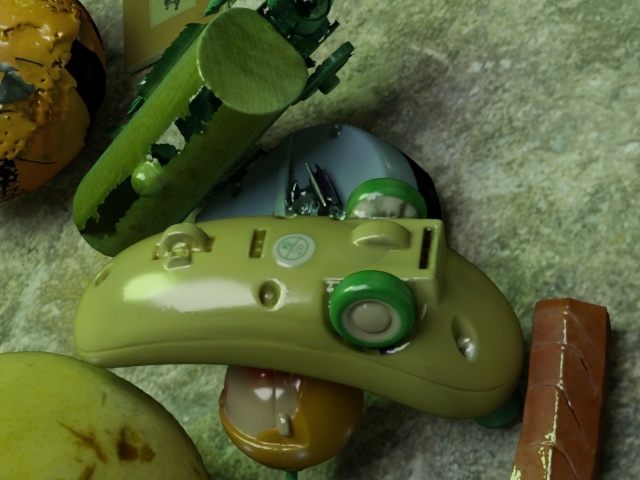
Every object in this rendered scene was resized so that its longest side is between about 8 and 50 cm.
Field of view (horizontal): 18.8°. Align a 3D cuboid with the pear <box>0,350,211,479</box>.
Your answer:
[{"bbox_3d":[-0.226,0.233,1.420,0.309,0.309,0.309,-18,57,30],"label":"pear"}]

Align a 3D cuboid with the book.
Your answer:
[{"bbox_3d":[-0.139,-0.249,1.817,0.118,0.012,0.172,-23,54,27],"label":"book"}]

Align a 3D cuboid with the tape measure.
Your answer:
[{"bbox_3d":[0.003,-0.003,1.511,0.181,0.107,0.182,-47,44,17],"label":"tape measure"}]

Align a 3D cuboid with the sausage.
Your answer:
[{"bbox_3d":[0.167,0.127,1.338,0.065,0.065,0.169,-7,63,35],"label":"sausage"}]

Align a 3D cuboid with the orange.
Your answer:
[{"bbox_3d":[-0.311,-0.145,1.757,0.234,0.182,0.234,0,77,-1],"label":"orange"}]

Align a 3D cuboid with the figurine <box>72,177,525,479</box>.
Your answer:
[{"bbox_3d":[-0.016,0.074,1.385,0.324,0.222,0.124,0,42,9],"label":"figurine"}]

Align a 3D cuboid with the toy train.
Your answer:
[{"bbox_3d":[-0.102,-0.105,1.539,0.126,0.189,0.307,53,141,4],"label":"toy train"}]
